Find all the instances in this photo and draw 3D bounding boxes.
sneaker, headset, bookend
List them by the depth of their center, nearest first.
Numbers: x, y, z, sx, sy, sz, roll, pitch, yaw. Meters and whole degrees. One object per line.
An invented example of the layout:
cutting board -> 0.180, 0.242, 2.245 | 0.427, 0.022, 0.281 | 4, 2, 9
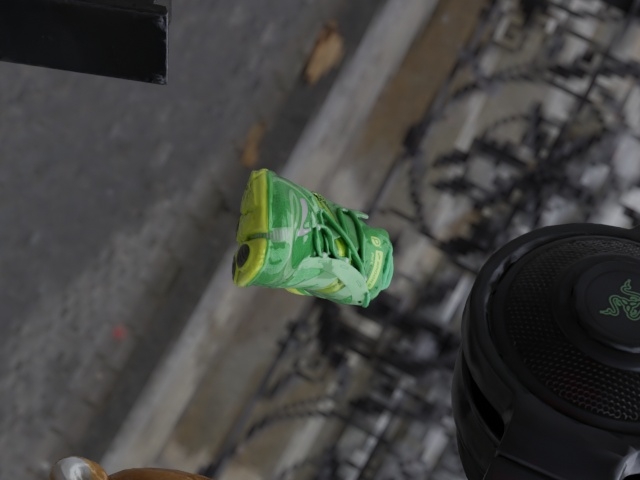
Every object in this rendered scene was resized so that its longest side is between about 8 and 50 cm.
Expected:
headset -> 0.153, 0.081, 0.922 | 0.243, 0.185, 0.394 | 77, 36, -74
bookend -> -0.187, -0.213, 1.657 | 0.157, 0.156, 0.072 | -76, 172, -49
sneaker -> 0.000, 0.000, 1.792 | 0.295, 0.123, 0.109 | 14, 83, -75

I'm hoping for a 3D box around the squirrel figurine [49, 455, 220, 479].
squirrel figurine -> -0.169, 0.343, 1.399 | 0.281, 0.397, 0.370 | 53, 24, -51
